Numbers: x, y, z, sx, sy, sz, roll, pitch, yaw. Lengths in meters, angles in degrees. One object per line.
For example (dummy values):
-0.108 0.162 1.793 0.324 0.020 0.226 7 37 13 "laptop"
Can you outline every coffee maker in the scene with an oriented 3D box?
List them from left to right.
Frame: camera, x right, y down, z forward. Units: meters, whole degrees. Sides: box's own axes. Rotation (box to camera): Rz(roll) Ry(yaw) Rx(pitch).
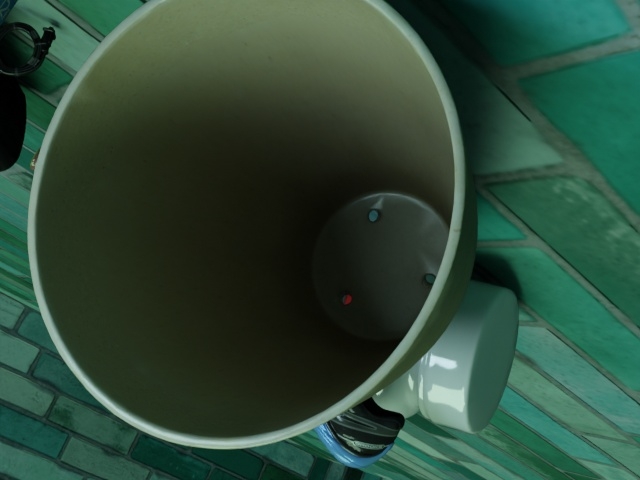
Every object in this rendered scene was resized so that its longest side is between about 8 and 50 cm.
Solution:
-0.319 -0.132 0.705 0.171 0.120 0.178 23 162 0 "coffee maker"

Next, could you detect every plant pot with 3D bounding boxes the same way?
0.000 0.000 0.533 0.256 0.257 0.274 15 176 25 "plant pot"

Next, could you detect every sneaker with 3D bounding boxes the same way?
0.003 0.101 0.678 0.188 0.078 0.067 52 -167 11 "sneaker"

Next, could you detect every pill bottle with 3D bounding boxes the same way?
0.036 0.080 0.779 0.283 0.161 0.161 13 158 29 "pill bottle"

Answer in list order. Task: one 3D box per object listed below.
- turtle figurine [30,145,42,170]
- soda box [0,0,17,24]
-0.218 -0.028 0.910 0.217 0.087 0.269 24 161 -1 "turtle figurine"
-0.210 -0.209 0.439 0.067 0.071 0.210 27 161 -4 "soda box"
